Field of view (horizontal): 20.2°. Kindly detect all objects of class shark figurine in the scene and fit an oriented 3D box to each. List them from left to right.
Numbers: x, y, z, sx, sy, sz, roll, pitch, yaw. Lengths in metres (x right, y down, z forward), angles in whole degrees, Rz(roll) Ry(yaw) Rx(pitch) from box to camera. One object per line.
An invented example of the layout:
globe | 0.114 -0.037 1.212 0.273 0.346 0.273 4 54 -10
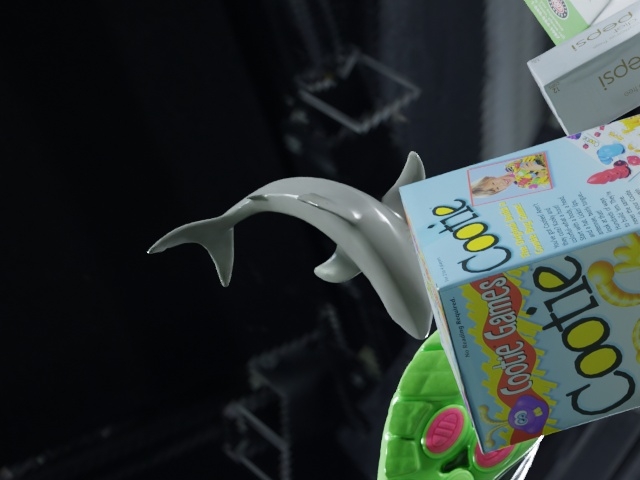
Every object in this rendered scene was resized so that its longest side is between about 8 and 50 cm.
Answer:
shark figurine | -0.016 -0.021 1.662 0.116 0.278 0.166 13 -90 -61

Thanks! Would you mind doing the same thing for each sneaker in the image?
sneaker | 0.148 0.287 2.068 0.202 0.185 0.483 55 -122 -77

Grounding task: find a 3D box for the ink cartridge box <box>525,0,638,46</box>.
ink cartridge box | 0.297 -0.369 1.807 0.119 0.207 0.353 -29 -12 -26

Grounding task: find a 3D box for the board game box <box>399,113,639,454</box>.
board game box | 0.212 0.014 1.221 0.275 0.144 0.142 -17 -59 1

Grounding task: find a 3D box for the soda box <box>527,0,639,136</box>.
soda box | 0.310 -0.182 1.697 0.216 0.074 0.069 -29 -66 7
